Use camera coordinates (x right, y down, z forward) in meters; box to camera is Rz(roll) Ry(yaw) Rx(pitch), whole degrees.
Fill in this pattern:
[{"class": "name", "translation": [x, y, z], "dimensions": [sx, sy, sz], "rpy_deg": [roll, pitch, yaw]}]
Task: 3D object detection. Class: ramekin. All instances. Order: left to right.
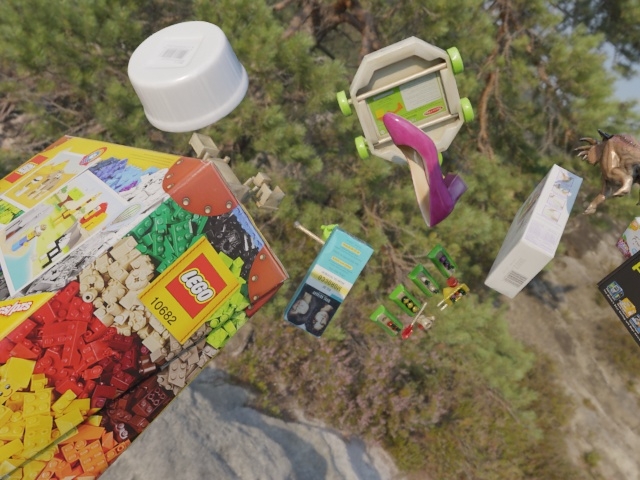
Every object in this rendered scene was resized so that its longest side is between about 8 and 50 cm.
[{"class": "ramekin", "translation": [-0.328, -0.409, 1.250], "dimensions": [0.135, 0.277, 0.277], "rpy_deg": [70, -5, -53]}]

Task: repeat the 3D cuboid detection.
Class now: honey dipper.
[{"class": "honey dipper", "translation": [0.000, 0.000, 1.266], "dimensions": [0.161, 0.030, 0.030], "rpy_deg": [35, 23, 5]}]

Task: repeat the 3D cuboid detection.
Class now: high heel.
[{"class": "high heel", "translation": [0.187, -0.140, 1.031], "dimensions": [0.244, 0.117, 0.082], "rpy_deg": [43, -5, -24]}]

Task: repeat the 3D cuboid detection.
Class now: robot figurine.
[{"class": "robot figurine", "translation": [0.039, -0.011, 1.773], "dimensions": [0.067, 0.115, 0.101], "rpy_deg": [-16, 67, -16]}]

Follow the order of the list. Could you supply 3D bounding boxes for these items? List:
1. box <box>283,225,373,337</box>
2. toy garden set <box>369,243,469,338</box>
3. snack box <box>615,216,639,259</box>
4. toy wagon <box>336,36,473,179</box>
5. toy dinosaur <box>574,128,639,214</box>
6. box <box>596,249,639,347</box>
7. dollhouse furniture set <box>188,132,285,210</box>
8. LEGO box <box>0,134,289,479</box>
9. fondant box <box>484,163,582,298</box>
[{"class": "box", "translation": [0.016, 0.095, 1.182], "dimensions": [0.101, 0.244, 0.060], "rpy_deg": [29, 9, -6]}, {"class": "toy garden set", "translation": [0.265, 0.155, 1.276], "dimensions": [0.204, 0.244, 0.049], "rpy_deg": [43, -1, -44]}, {"class": "snack box", "translation": [0.767, 0.027, 1.194], "dimensions": [0.037, 0.100, 0.141], "rpy_deg": [-8, 49, -12]}, {"class": "toy wagon", "translation": [0.203, -0.269, 1.156], "dimensions": [0.068, 0.268, 0.344], "rpy_deg": [-93, 161, -52]}, {"class": "toy dinosaur", "translation": [0.647, -0.177, 1.110], "dimensions": [0.295, 0.127, 0.200], "rpy_deg": [45, 41, -75]}, {"class": "box", "translation": [0.510, 0.115, 0.652], "dimensions": [0.060, 0.216, 0.269], "rpy_deg": [-16, 63, -15]}, {"class": "dollhouse furniture set", "translation": [-0.197, -0.127, 1.121], "dimensions": [0.161, 0.101, 0.181], "rpy_deg": [7, 38, -47]}, {"class": "LEGO box", "translation": [-0.351, 0.054, 0.679], "dimensions": [0.500, 0.372, 0.193], "rpy_deg": [17, -35, 46]}, {"class": "fondant box", "translation": [0.611, -0.026, 1.468], "dimensions": [0.096, 0.238, 0.330], "rpy_deg": [29, 57, 10]}]
